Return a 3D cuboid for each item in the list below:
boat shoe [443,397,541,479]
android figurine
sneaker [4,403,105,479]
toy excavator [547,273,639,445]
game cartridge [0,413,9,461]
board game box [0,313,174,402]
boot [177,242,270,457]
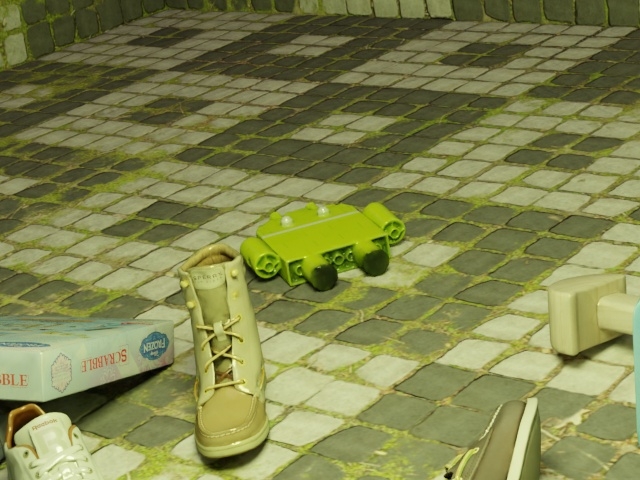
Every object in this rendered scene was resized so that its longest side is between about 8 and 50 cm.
[{"bbox_3d":[0.164,0.260,1.484,0.097,0.116,0.324,0,29,15],"label":"boat shoe"},{"bbox_3d":[0.000,0.000,2.288,0.248,0.056,0.273,-15,24,-13],"label":"android figurine"},{"bbox_3d":[-0.295,0.269,1.641,0.106,0.123,0.290,-18,24,-26],"label":"sneaker"},{"bbox_3d":[0.437,0.127,1.639,0.433,0.222,0.445,-1,9,21],"label":"toy excavator"},{"bbox_3d":[-0.581,0.283,1.813,0.355,0.068,0.230,0,27,22],"label":"game cartridge"},{"bbox_3d":[-0.405,0.148,1.935,0.319,0.066,0.318,0,4,25],"label":"board game box"},{"bbox_3d":[-0.120,0.129,1.801,0.095,0.203,0.262,-8,20,6],"label":"boot"}]
